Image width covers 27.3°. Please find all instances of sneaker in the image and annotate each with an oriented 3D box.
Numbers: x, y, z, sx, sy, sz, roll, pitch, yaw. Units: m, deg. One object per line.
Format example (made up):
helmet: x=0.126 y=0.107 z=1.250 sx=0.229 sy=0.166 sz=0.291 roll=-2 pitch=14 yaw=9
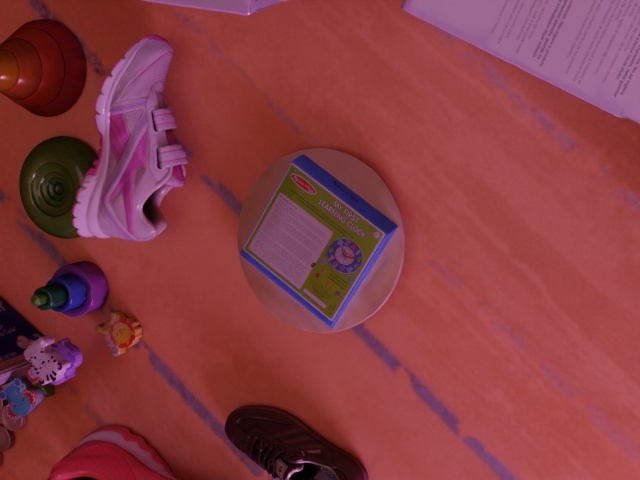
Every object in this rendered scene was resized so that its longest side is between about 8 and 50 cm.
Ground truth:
sneaker: x=-0.200 y=-0.110 z=1.525 sx=0.111 sy=0.103 sz=0.252 roll=18 pitch=107 yaw=12
sneaker: x=-0.189 y=0.336 z=1.564 sx=0.313 sy=0.136 sz=0.116 roll=23 pitch=108 yaw=20
sneaker: x=-0.037 y=0.245 z=1.513 sx=0.188 sy=0.071 sz=0.066 roll=21 pitch=107 yaw=21

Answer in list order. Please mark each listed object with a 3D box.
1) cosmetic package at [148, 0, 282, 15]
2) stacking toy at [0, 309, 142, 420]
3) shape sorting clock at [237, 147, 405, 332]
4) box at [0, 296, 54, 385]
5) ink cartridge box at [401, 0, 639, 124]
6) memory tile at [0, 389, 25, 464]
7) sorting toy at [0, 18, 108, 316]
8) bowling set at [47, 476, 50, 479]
cosmetic package: x=-0.195 y=-0.316 z=1.348 sx=0.377 sy=0.284 sz=0.098 roll=11 pitch=108 yaw=14
stacking toy: x=-0.335 y=0.172 z=1.590 sx=0.221 sy=0.167 sz=0.052 roll=-38 pitch=81 yaw=24
shape sorting clock: x=0.000 y=0.000 z=1.473 sx=0.206 sy=0.040 sz=0.206 roll=4 pitch=97 yaw=28
box: x=-0.452 y=0.093 z=1.649 sx=0.225 sy=0.136 sz=0.036 roll=38 pitch=113 yaw=15
ink cartridge box: x=0.287 y=-0.304 z=1.274 sx=0.330 sy=0.071 sz=0.324 roll=29 pitch=109 yaw=15
memory tile: x=-0.460 y=0.226 z=1.744 sx=0.148 sy=0.012 sz=0.113 roll=38 pitch=112 yaw=15
sorting toy: x=-0.343 y=-0.082 z=1.576 sx=0.127 sy=0.126 sz=0.366 roll=-7 pitch=94 yaw=26
bowling set: x=-0.295 y=0.439 z=1.638 sx=0.154 sy=0.200 sz=0.287 roll=-35 pitch=41 yaw=21
